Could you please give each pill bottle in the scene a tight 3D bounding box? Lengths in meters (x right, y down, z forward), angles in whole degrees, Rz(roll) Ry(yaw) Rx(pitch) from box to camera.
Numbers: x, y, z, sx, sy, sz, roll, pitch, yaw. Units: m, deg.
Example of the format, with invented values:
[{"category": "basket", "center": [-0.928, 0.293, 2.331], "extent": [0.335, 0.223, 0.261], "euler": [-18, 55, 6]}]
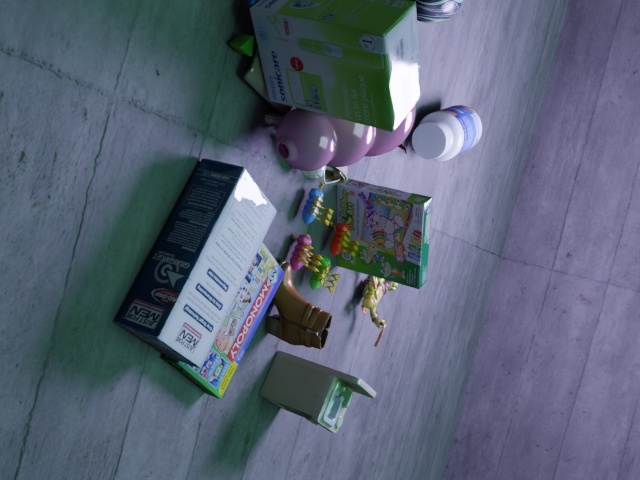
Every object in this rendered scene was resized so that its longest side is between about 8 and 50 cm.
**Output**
[{"category": "pill bottle", "center": [0.385, -0.328, 2.354], "extent": [0.272, 0.152, 0.152], "euler": [-27, 127, -56]}]

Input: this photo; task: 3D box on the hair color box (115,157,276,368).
[{"category": "hair color box", "center": [-0.221, 0.041, 1.420], "extent": [0.347, 0.105, 0.174], "euler": [-66, 152, -19]}]

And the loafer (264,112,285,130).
[{"category": "loafer", "center": [-0.081, -0.246, 1.617], "extent": [0.125, 0.045, 0.039], "euler": [-15, 123, -63]}]

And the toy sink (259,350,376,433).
[{"category": "toy sink", "center": [-0.005, 0.383, 1.875], "extent": [0.131, 0.234, 0.153], "euler": [-67, 153, -16]}]

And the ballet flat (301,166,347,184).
[{"category": "ballet flat", "center": [-0.001, -0.174, 1.753], "extent": [0.248, 0.086, 0.086], "euler": [12, 93, -63]}]

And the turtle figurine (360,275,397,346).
[{"category": "turtle figurine", "center": [0.167, 0.158, 2.256], "extent": [0.217, 0.087, 0.269], "euler": [-46, 133, -57]}]

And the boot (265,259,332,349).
[{"category": "boot", "center": [-0.044, 0.150, 1.767], "extent": [0.073, 0.152, 0.197], "euler": [-26, 126, -56]}]

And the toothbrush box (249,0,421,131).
[{"category": "toothbrush box", "center": [0.032, -0.343, 1.411], "extent": [0.122, 0.283, 0.206], "euler": [-50, 147, -33]}]

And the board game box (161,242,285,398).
[{"category": "board game box", "center": [-0.194, 0.149, 1.598], "extent": [0.317, 0.046, 0.213], "euler": [-64, 151, -21]}]

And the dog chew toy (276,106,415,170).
[{"category": "dog chew toy", "center": [0.045, -0.246, 1.592], "extent": [0.332, 0.206, 0.206], "euler": [-32, 133, -34]}]

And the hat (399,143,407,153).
[{"category": "hat", "center": [0.084, -0.287, 1.754], "extent": [0.208, 0.183, 0.173], "euler": [-24, 124, -57]}]

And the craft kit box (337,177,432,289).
[{"category": "craft kit box", "center": [0.160, -0.019, 1.972], "extent": [0.061, 0.246, 0.250], "euler": [-37, 134, -47]}]

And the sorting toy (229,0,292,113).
[{"category": "sorting toy", "center": [-0.082, -0.378, 1.545], "extent": [0.196, 0.047, 0.348], "euler": [-67, 153, -7]}]

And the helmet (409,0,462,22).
[{"category": "helmet", "center": [0.289, -0.646, 1.989], "extent": [0.169, 0.161, 0.169], "euler": [-39, 136, -50]}]

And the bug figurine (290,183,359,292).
[{"category": "bug figurine", "center": [0.000, 0.000, 1.864], "extent": [0.279, 0.072, 0.216], "euler": [50, 57, -57]}]
